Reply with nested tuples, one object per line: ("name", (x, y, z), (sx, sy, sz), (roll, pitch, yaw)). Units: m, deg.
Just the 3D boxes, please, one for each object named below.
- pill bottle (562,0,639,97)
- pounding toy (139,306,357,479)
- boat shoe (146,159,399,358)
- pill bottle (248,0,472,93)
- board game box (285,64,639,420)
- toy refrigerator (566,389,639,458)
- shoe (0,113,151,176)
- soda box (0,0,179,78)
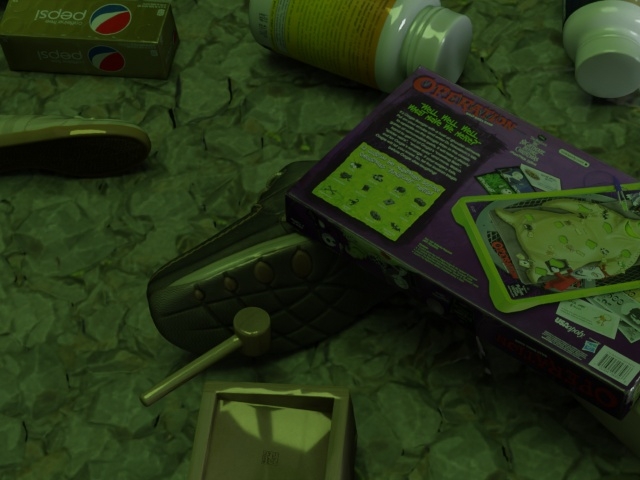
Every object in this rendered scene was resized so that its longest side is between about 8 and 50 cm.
("pill bottle", (0.292, -0.229, 1.687), (0.094, 0.094, 0.169), (0, 53, 8))
("pounding toy", (-0.062, 0.166, 1.438), (0.181, 0.094, 0.206), (2, 53, 9))
("boat shoe", (0.000, 0.000, 1.551), (0.355, 0.132, 0.130), (-19, 43, -17))
("pill bottle", (0.042, -0.222, 1.703), (0.215, 0.117, 0.117), (23, 59, 23))
("board game box", (0.166, -0.009, 1.435), (0.346, 0.056, 0.208), (31, 60, 24))
("toy refrigerator", (0.280, 0.113, 1.434), (0.102, 0.094, 0.269), (-36, 55, -14))
("shoe", (-0.278, -0.105, 1.686), (0.219, 0.076, 0.058), (-2, 58, 9))
("soda box", (-0.248, -0.217, 1.778), (0.181, 0.058, 0.061), (4, 54, 12))
